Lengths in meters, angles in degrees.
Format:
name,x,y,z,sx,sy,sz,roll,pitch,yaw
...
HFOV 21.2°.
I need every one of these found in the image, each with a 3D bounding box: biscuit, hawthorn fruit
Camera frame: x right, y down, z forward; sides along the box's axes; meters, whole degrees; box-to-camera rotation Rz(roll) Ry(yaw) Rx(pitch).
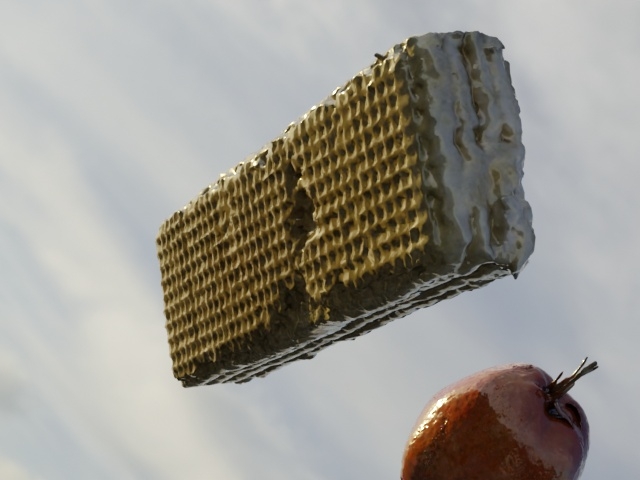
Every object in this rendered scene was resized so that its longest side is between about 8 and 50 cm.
name,x,y,z,sx,sy,sz,roll,pitch,yaw
biscuit,0.000,0.000,1.092,0.426,0.079,0.144,148,-64,-62
hawthorn fruit,0.225,0.236,2.016,0.211,0.211,0.299,44,-56,5
